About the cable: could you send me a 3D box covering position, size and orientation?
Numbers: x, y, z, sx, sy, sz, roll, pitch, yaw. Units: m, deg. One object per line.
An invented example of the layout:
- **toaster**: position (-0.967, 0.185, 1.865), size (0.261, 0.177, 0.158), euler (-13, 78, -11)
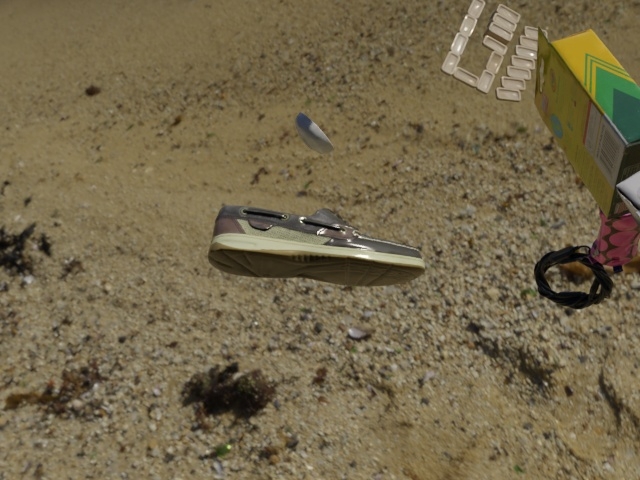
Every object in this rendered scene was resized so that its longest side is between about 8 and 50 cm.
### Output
- **cable**: position (0.567, 0.088, 1.449), size (0.047, 0.150, 0.184), euler (-41, 2, -37)

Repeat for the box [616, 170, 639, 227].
- **box**: position (0.475, 0.031, 0.728), size (0.126, 0.231, 0.262), euler (-32, 11, 18)

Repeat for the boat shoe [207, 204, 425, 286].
- **boat shoe**: position (-0.001, 0.000, 0.660), size (0.223, 0.080, 0.073), euler (5, 66, -9)

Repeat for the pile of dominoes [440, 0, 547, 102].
- **pile of dominoes**: position (0.392, -0.422, 1.458), size (0.196, 0.040, 0.251), euler (28, 68, -3)

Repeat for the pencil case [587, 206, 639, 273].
- **pencil case**: position (0.584, -0.026, 1.268), size (0.098, 0.209, 0.095), euler (-16, 53, 8)

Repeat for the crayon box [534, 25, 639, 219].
- **crayon box**: position (0.480, -0.222, 1.135), size (0.081, 0.202, 0.318), euler (-19, 55, 2)

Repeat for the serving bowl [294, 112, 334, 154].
- **serving bowl**: position (-0.015, -0.171, 1.058), size (0.027, 0.083, 0.083), euler (-43, 46, -2)
